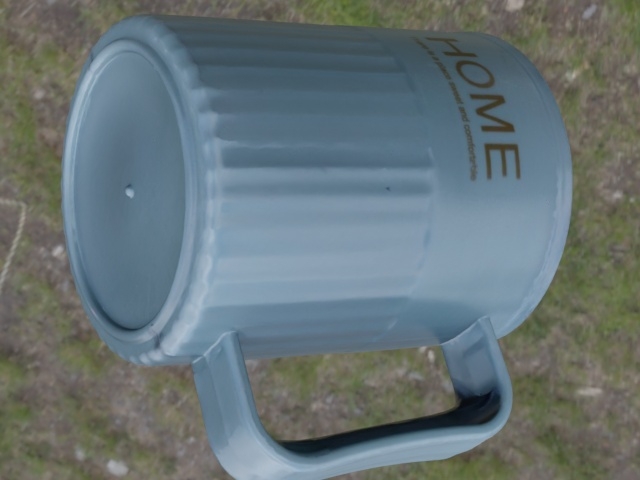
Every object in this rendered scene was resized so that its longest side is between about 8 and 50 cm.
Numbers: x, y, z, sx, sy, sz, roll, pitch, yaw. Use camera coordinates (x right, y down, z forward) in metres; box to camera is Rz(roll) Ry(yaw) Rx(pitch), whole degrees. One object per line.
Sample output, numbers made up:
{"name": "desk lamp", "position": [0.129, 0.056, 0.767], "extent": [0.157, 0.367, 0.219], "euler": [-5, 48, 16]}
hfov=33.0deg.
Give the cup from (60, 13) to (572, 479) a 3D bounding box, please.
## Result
{"name": "cup", "position": [-0.012, -0.004, 0.821], "extent": [0.256, 0.311, 0.331], "euler": [6, 96, 55]}
